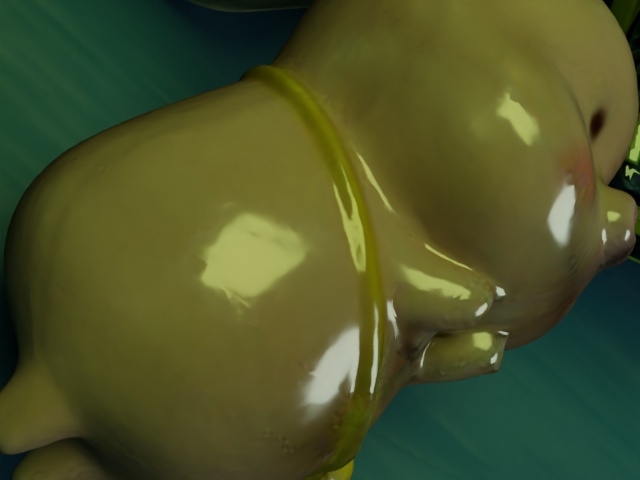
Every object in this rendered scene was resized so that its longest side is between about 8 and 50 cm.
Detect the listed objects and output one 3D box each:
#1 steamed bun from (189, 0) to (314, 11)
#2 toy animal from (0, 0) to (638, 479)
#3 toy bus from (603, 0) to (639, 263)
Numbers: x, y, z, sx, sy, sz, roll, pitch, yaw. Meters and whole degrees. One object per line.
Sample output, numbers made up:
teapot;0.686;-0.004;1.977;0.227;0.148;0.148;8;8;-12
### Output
steamed bun;0.030;-0.251;0.687;0.275;0.206;0.320;-2;77;-32
toy animal;-0.001;0.000;0.600;0.248;0.165;0.149;-41;77;-19
toy bus;0.179;-0.115;0.721;0.128;0.150;0.262;24;80;-17
